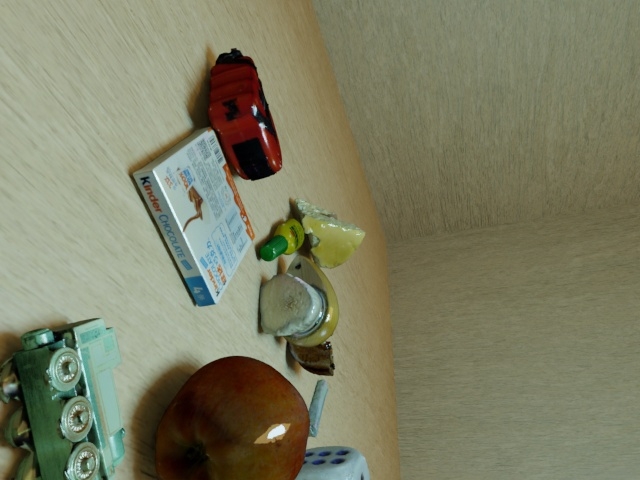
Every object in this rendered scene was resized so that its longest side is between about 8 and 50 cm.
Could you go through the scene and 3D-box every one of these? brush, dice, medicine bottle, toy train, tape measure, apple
[{"bbox_3d":[-0.061,0.139,1.121,0.166,0.174,0.267,46,29,-49],"label":"brush"},{"bbox_3d":[0.016,0.622,1.031,0.194,0.193,0.192,23,60,-70],"label":"dice"},{"bbox_3d":[-0.107,0.004,1.202,0.260,0.064,0.095,-44,124,-71],"label":"medicine bottle"},{"bbox_3d":[-0.272,0.186,0.475,0.125,0.080,0.194,-22,100,-79],"label":"toy train"},{"bbox_3d":[-0.168,-0.273,0.996,0.260,0.113,0.253,69,7,-45],"label":"tape measure"},{"bbox_3d":[-0.129,0.300,0.664,0.234,0.233,0.234,-10,90,-75],"label":"apple"}]

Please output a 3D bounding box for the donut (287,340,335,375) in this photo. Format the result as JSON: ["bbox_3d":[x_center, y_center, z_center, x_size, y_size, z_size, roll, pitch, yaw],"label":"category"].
[{"bbox_3d":[-0.017,0.292,1.227,0.217,0.141,0.085,-83,168,-45],"label":"donut"}]

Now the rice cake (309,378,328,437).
[{"bbox_3d":[-0.007,0.508,1.311,0.211,0.034,0.043,-65,146,-65],"label":"rice cake"}]

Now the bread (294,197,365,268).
[{"bbox_3d":[-0.011,0.002,1.436,0.211,0.224,0.184,-64,-150,19],"label":"bread"}]

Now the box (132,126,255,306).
[{"bbox_3d":[-0.226,-0.056,0.839,0.265,0.048,0.274,-74,151,-60],"label":"box"}]
